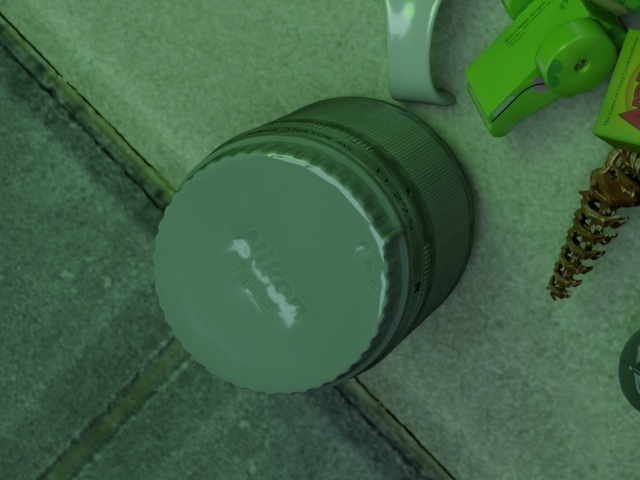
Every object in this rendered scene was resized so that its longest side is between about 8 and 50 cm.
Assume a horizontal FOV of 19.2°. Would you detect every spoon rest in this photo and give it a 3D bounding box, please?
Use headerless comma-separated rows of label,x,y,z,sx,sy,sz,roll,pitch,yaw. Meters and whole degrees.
spoon rest,0.092,-0.249,1.622,0.137,0.084,0.276,6,104,16

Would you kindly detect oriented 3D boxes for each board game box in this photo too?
board game box,0.312,-0.102,1.487,0.181,0.043,0.092,18,87,37

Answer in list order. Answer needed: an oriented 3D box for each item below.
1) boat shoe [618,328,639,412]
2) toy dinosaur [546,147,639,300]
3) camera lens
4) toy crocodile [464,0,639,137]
boat shoe,0.415,0.114,1.593,0.320,0.103,0.118,3,99,13
toy dinosaur,0.326,-0.063,1.578,0.218,0.164,0.322,53,130,17
camera lens,0.000,0.000,1.601,0.219,0.274,0.219,4,103,17
toy crocodile,0.249,-0.219,1.573,0.340,0.105,0.115,-49,43,21
